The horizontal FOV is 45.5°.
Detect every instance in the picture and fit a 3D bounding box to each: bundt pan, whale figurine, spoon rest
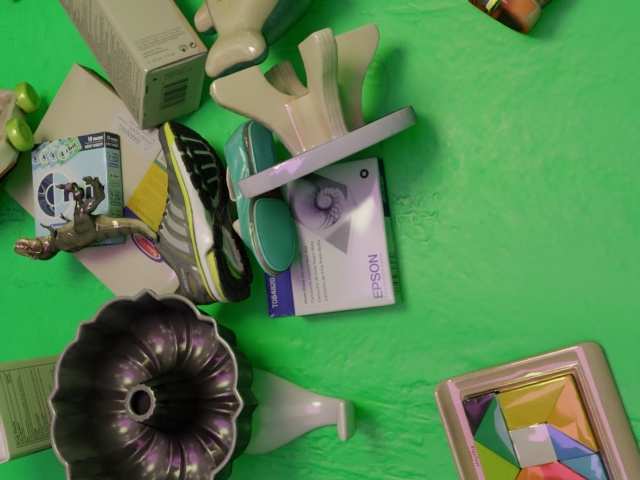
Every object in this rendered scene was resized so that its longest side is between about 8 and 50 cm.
[{"bbox_3d":[-0.237,0.243,1.143,0.331,0.124,0.331,-4,78,20],"label":"bundt pan"},{"bbox_3d":[-0.087,-0.337,1.125,0.216,0.141,0.272,-15,53,31],"label":"whale figurine"},{"bbox_3d":[-0.056,0.265,1.168,0.276,0.084,0.137,-5,85,36],"label":"spoon rest"}]

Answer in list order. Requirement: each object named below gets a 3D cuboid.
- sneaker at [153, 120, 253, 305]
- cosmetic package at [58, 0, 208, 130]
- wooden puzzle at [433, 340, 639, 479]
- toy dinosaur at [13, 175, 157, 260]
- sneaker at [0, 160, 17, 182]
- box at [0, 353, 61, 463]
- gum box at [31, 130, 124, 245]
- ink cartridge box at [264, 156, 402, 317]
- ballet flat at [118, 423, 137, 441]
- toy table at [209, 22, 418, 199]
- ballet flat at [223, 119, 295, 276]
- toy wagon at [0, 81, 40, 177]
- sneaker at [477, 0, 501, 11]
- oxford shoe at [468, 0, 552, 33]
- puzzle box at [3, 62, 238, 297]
[{"bbox_3d":[-0.205,-0.037,1.161,0.121,0.111,0.300,-19,80,24],"label":"sneaker"},{"bbox_3d":[-0.311,-0.352,1.228,0.113,0.160,0.309,-26,74,-26],"label":"cosmetic package"},{"bbox_3d":[0.292,0.270,1.029,0.238,0.044,0.221,-20,80,21],"label":"wooden puzzle"},{"bbox_3d":[-0.371,-0.038,1.206,0.268,0.064,0.118,-9,91,24],"label":"toy dinosaur"},{"bbox_3d":[-0.670,-0.039,1.420,0.341,0.125,0.139,-44,111,5],"label":"sneaker"},{"bbox_3d":[-0.488,0.278,1.253,0.127,0.232,0.149,-21,80,20],"label":"box"},{"bbox_3d":[-0.407,-0.079,1.279,0.157,0.041,0.184,-6,87,23],"label":"gum box"},{"bbox_3d":[0.000,0.000,1.159,0.224,0.045,0.223,-10,84,22],"label":"ink cartridge box"},{"bbox_3d":[-0.301,0.349,1.256,0.077,0.079,0.221,-4,86,23],"label":"ballet flat"},{"bbox_3d":[-0.011,-0.184,1.055,0.252,0.274,0.161,-10,105,61],"label":"toy table"},{"bbox_3d":[-0.096,-0.057,1.145,0.087,0.083,0.247,-26,69,45],"label":"ballet flat"},{"bbox_3d":[-0.625,-0.193,1.351,0.267,0.068,0.344,-20,42,6],"label":"toy wagon"},{"bbox_3d":[0.227,-0.336,0.974,0.035,0.031,0.083,32,94,9],"label":"sneaker"},{"bbox_3d":[0.185,-0.443,1.062,0.363,0.130,0.133,40,99,8],"label":"oxford shoe"},{"bbox_3d":[-0.341,-0.080,1.302,0.409,0.052,0.272,39,102,19],"label":"puzzle box"}]
